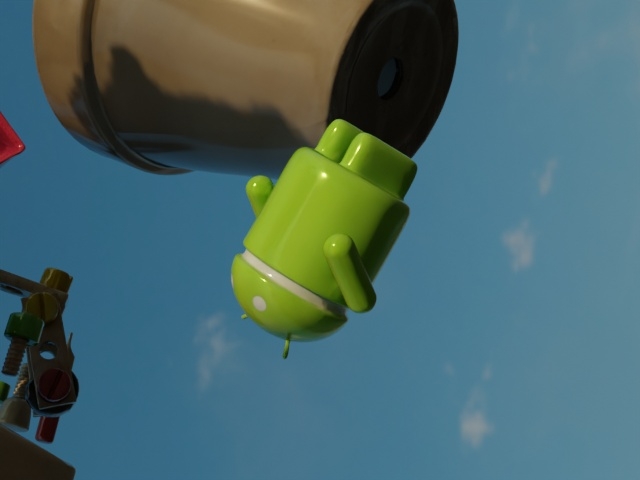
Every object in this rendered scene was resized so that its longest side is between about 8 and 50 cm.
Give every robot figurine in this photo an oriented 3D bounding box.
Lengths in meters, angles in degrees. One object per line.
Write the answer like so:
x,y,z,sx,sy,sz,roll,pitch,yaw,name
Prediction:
0.000,0.000,0.558,0.067,0.101,0.115,27,-84,-38,robot figurine

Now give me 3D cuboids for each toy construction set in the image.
-0.359,0.076,1.280,0.309,0.257,0.237,66,-148,-61,toy construction set

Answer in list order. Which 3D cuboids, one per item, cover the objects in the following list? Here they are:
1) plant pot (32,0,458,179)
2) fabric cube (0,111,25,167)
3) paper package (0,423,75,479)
-0.044,-0.180,1.004,0.323,0.280,0.323,-34,-42,-39,plant pot
-0.473,-0.077,0.965,0.254,0.258,0.259,56,-147,-9,fabric cube
-0.406,0.306,1.011,0.309,0.168,0.325,52,-135,-52,paper package
